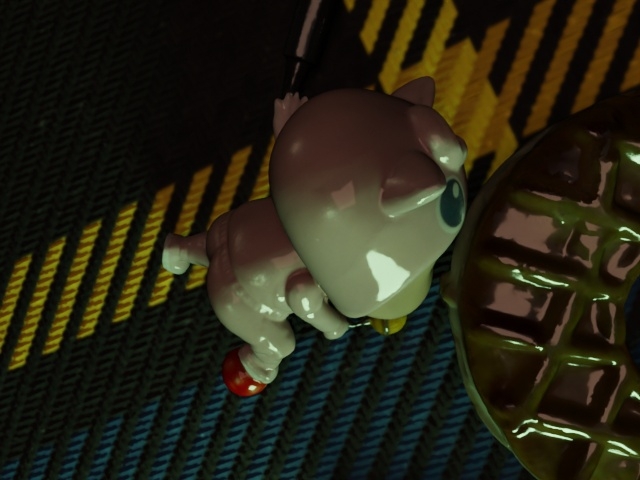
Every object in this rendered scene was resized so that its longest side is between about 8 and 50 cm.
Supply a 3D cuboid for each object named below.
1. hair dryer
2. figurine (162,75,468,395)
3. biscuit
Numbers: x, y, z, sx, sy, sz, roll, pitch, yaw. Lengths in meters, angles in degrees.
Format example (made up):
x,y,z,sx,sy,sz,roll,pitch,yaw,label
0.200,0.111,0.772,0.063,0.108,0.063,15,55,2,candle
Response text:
x,y,z,sx,sy,sz,roll,pitch,yaw,label
0.025,-0.239,0.506,0.128,0.070,0.256,18,101,9,hair dryer
0.000,0.000,0.481,0.287,0.176,0.186,-38,126,25,figurine
0.257,0.050,0.424,0.331,0.103,0.332,0,93,4,biscuit
